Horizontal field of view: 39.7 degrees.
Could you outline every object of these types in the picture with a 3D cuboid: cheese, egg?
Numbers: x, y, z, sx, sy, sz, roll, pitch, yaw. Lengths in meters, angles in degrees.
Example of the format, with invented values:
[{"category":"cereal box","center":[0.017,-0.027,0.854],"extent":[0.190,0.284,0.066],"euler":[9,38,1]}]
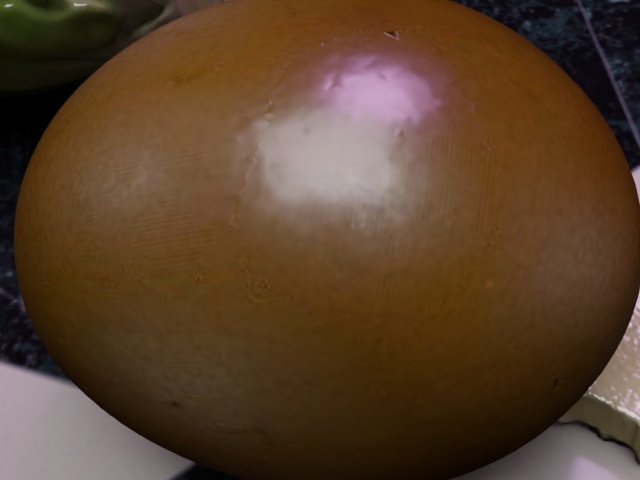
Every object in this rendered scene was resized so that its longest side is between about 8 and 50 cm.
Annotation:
[{"category":"cheese","center":[0.197,0.027,0.605],"extent":[0.127,0.050,0.256],"euler":[-9,55,2]},{"category":"egg","center":[0.000,0.000,0.511],"extent":[0.351,0.283,0.283],"euler":[-3,56,10]}]

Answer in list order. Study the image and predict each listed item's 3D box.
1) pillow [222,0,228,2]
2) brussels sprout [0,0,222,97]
[{"category":"pillow","center":[-0.066,-0.271,0.828],"extent":[0.134,0.078,0.181],"euler":[-13,62,5]},{"category":"brussels sprout","center":[-0.249,-0.262,0.727],"extent":[0.354,0.282,0.289],"euler":[16,29,15]}]
